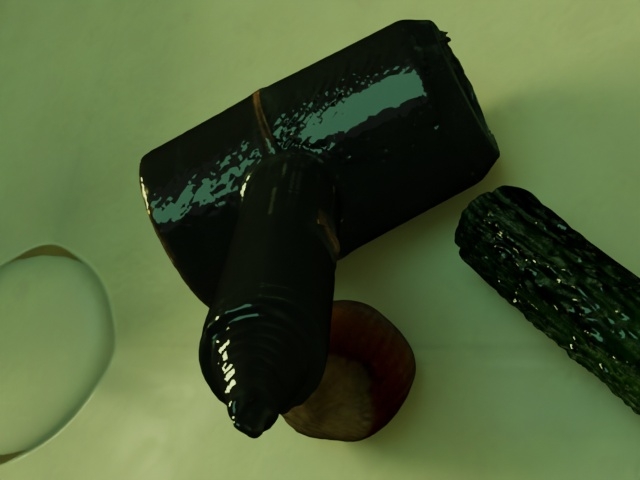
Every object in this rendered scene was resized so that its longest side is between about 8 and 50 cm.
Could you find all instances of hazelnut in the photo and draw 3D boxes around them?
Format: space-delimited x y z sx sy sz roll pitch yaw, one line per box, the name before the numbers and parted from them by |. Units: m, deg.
hazelnut | 0.008 0.067 0.735 0.086 0.086 0.086 -14 58 23

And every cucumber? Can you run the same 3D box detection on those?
cucumber | 0.140 0.037 0.684 0.058 0.058 0.187 -46 52 -1

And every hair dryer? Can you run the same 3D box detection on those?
hair dryer | 0.000 0.000 0.660 0.189 0.107 0.352 -27 18 11
